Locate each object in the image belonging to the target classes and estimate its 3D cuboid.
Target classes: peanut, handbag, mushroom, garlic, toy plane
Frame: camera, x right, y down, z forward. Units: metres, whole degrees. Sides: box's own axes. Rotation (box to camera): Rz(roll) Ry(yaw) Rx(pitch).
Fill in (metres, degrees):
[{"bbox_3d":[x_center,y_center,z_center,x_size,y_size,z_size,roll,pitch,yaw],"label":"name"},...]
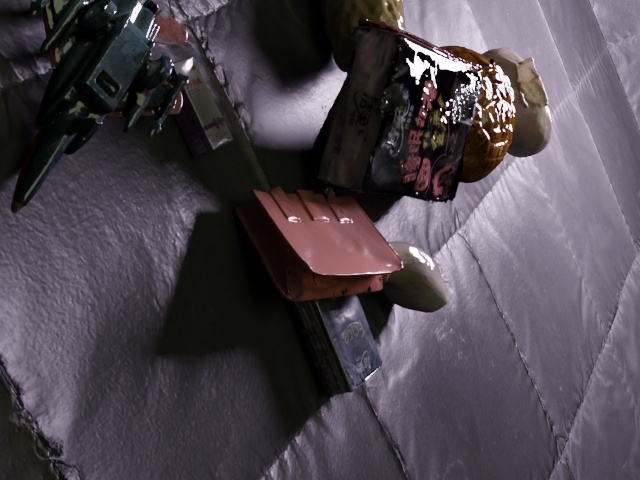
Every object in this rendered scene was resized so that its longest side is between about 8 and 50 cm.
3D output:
[{"bbox_3d":[0.075,-0.403,1.520,0.152,0.152,0.313,37,49,-42],"label":"peanut"},{"bbox_3d":[0.000,0.000,1.242,0.212,0.059,0.157,-2,51,-51],"label":"handbag"},{"bbox_3d":[0.253,-0.227,1.700,0.253,0.153,0.253,13,72,-46],"label":"mushroom"},{"bbox_3d":[0.354,-0.261,1.881,0.143,0.178,0.229,-25,77,-27],"label":"garlic"},{"bbox_3d":[-0.236,-0.158,0.975,0.223,0.104,0.326,46,41,-35],"label":"toy plane"},{"bbox_3d":[0.118,0.051,1.411,0.212,0.088,0.097,27,48,-49],"label":"mushroom"}]

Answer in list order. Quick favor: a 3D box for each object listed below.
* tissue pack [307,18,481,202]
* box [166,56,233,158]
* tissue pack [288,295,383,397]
[{"bbox_3d":[0.124,-0.186,1.436,0.332,0.123,0.245,1,104,-59],"label":"tissue pack"},{"bbox_3d":[-0.155,-0.163,1.159,0.117,0.036,0.050,65,33,-11],"label":"box"},{"bbox_3d":[0.021,0.119,1.272,0.112,0.051,0.156,-27,97,-59],"label":"tissue pack"}]
